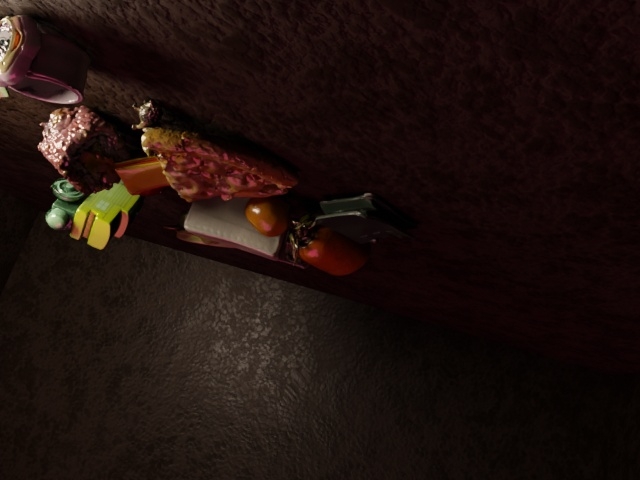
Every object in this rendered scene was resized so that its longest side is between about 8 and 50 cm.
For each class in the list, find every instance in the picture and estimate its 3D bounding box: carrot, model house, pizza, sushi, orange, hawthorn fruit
[{"bbox_3d":[0.000,0.000,1.945,0.214,0.193,0.331,-34,136,21],"label":"carrot"},{"bbox_3d":[-0.142,0.024,2.379,0.230,0.122,0.188,20,164,2],"label":"model house"},{"bbox_3d":[-0.335,-0.218,1.611,0.435,0.080,0.392,-10,153,30],"label":"pizza"},{"bbox_3d":[-0.718,-0.281,1.717,0.171,0.236,0.270,32,164,22],"label":"sushi"},{"bbox_3d":[-0.173,-0.091,1.870,0.159,0.136,0.159,41,170,9],"label":"orange"},{"bbox_3d":[-0.587,-0.223,1.907,0.157,0.156,0.194,9,165,33],"label":"hawthorn fruit"}]

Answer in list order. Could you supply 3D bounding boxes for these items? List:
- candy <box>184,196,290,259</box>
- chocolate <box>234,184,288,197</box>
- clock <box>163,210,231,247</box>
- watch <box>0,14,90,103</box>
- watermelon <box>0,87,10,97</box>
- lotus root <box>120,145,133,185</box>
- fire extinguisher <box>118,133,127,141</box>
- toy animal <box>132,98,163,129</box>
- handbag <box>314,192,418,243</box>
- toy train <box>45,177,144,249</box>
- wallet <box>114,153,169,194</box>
[{"bbox_3d":[-0.290,-0.071,2.017,0.359,0.207,0.145,17,167,3],"label":"candy"},{"bbox_3d":[-0.202,-0.176,1.798,0.220,0.085,0.086,4,161,30],"label":"chocolate"},{"bbox_3d":[-0.453,-0.048,2.290,0.349,0.117,0.286,7,-176,-40],"label":"clock"},{"bbox_3d":[-0.685,-0.400,1.316,0.249,0.210,0.217,1,168,27],"label":"watch"},{"bbox_3d":[-1.012,-0.481,1.603,0.231,0.128,0.146,41,-176,-27],"label":"watermelon"},{"bbox_3d":[-0.741,-0.285,1.941,0.235,0.118,0.138,28,163,-31],"label":"lotus root"},{"bbox_3d":[-0.668,-0.336,1.847,0.083,0.025,0.038,-1,134,53],"label":"fire extinguisher"},{"bbox_3d":[-0.484,-0.331,1.554,0.086,0.069,0.220,15,168,-12],"label":"toy animal"},{"bbox_3d":[0.147,-0.061,1.775,0.260,0.079,0.248,24,162,-38],"label":"handbag"},{"bbox_3d":[-0.792,-0.151,2.010,0.273,0.442,0.179,25,123,-11],"label":"toy train"},{"bbox_3d":[-0.514,-0.222,1.772,0.242,0.067,0.141,-11,148,-4],"label":"wallet"}]
